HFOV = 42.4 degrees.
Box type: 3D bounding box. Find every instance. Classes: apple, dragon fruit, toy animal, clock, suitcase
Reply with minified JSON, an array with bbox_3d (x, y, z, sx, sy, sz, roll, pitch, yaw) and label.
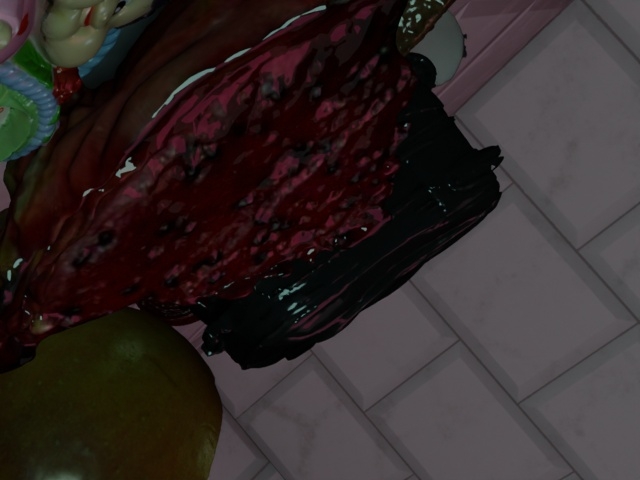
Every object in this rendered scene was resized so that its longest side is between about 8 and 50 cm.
[{"bbox_3d":[-0.286,0.267,1.002,0.374,0.384,0.374,-16,-158,7],"label":"apple"},{"bbox_3d":[-0.126,-0.089,0.553,0.329,0.228,0.286,-26,155,-15],"label":"dragon fruit"},{"bbox_3d":[0.075,-0.237,1.012,0.103,0.131,0.220,-7,-176,-28],"label":"toy animal"},{"bbox_3d":[-0.156,-0.102,0.379,0.195,0.100,0.194,-35,177,-29],"label":"clock"},{"bbox_3d":[0.000,0.000,0.897,0.339,0.188,0.345,-35,175,-16],"label":"suitcase"}]

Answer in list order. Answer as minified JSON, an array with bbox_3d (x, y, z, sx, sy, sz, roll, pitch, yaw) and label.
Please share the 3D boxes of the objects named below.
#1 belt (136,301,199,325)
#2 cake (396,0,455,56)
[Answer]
[{"bbox_3d":[-0.184,0.044,1.229,0.201,0.128,0.124,-36,175,-12],"label":"belt"},{"bbox_3d":[0.093,-0.256,0.661,0.295,0.116,0.113,-48,174,4],"label":"cake"}]
